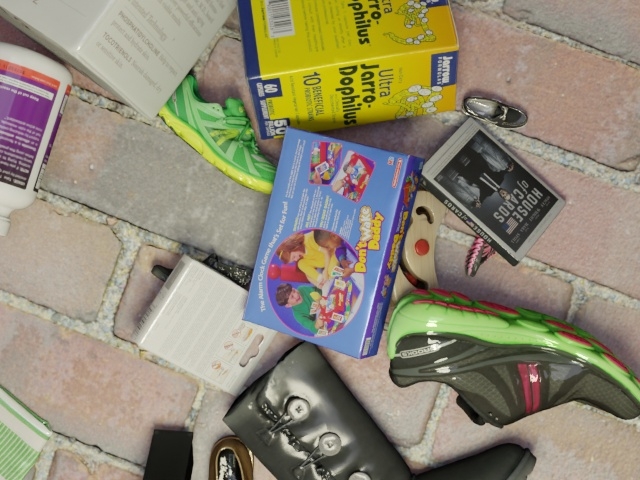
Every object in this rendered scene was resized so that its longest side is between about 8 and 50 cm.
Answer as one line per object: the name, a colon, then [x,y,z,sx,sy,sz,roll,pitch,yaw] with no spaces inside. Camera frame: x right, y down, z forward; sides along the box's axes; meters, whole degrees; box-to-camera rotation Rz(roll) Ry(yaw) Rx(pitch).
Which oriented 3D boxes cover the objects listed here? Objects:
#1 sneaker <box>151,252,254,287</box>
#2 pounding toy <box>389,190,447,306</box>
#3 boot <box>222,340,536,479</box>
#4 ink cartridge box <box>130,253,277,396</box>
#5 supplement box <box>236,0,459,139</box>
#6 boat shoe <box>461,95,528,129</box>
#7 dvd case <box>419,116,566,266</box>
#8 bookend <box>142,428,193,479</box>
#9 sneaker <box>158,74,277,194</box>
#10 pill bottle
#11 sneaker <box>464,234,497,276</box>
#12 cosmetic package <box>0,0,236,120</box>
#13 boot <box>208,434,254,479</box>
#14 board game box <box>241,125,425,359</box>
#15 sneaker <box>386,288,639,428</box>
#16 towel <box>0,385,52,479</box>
sneaker: [-0.213,0.058,1.943,0.170,0.051,0.089,26,90,-3]
pounding toy: [0.134,-0.003,1.932,0.154,0.155,0.269,-18,96,-29]
boot: [0.102,0.346,1.882,0.367,0.146,0.445,-42,82,-4]
ink cartridge box: [-0.197,0.152,1.914,0.225,0.056,0.181,33,90,-31]
supplement box: [0.047,-0.327,1.864,0.357,0.194,0.195,-9,62,1]
boat shoe: [0.320,-0.236,1.960,0.125,0.038,0.046,19,87,2]
dvd case: [0.305,-0.090,1.914,0.239,0.029,0.179,42,57,4]
bookend: [-0.268,0.445,1.894,0.072,0.156,0.157,4,42,1]
sneaker: [-0.163,-0.190,1.929,0.295,0.109,0.123,40,91,4]
pill bottle: [-0.568,-0.179,1.898,0.182,0.181,0.322,17,86,2]
sneaker: [0.303,0.016,1.943,0.057,0.047,0.119,25,88,-9]
cosmetic package: [-0.346,-0.486,1.814,0.329,0.327,0.393,34,87,18]
boot: [-0.156,0.502,1.879,0.112,0.115,0.305,-6,87,-1]
board game box: [0.019,0.000,1.823,0.233,0.078,0.347,17,97,25]
sneaker: [0.335,0.227,1.855,0.483,0.185,0.202,16,103,-7]
towel: [-0.667,0.400,1.932,0.248,0.038,0.325,38,87,2]
